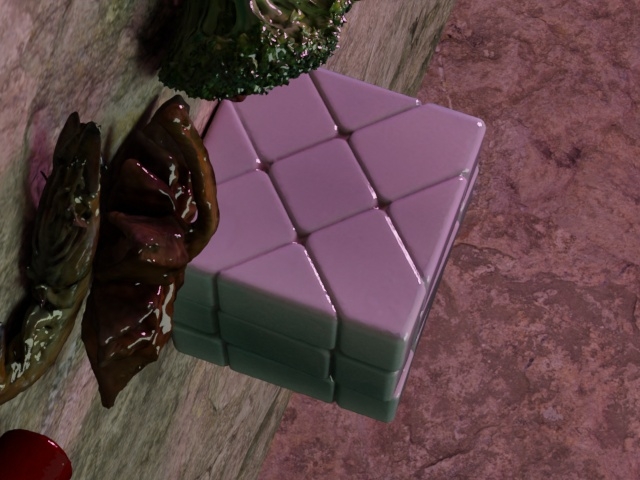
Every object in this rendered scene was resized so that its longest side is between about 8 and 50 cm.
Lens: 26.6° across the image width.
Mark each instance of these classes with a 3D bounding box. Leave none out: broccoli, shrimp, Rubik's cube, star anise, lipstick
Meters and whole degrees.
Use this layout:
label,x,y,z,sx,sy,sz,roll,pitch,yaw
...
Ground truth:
label,x,y,z,sx,sy,sz,roll,pitch,yaw
broccoli,-0.073,-0.237,1.299,0.219,0.194,0.194,-23,149,-23
shrimp,-0.238,0.029,1.140,0.169,0.058,0.296,-59,170,-45
Rubik's cube,0.000,0.000,1.702,0.316,0.321,0.319,89,21,-65
star anise,-0.161,0.004,1.296,0.292,0.109,0.350,-109,-150,-64
lipstick,-0.303,0.272,1.184,0.241,0.080,0.080,-62,169,-44

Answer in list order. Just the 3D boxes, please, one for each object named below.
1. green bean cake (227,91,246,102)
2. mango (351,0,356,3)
label,x,y,z,sx,sy,sz,roll,pitch,yaw
green bean cake,-0.089,-0.233,1.481,0.135,0.056,0.136,81,30,-71
mango,0.065,-0.417,1.929,0.100,0.119,0.178,64,-30,33
